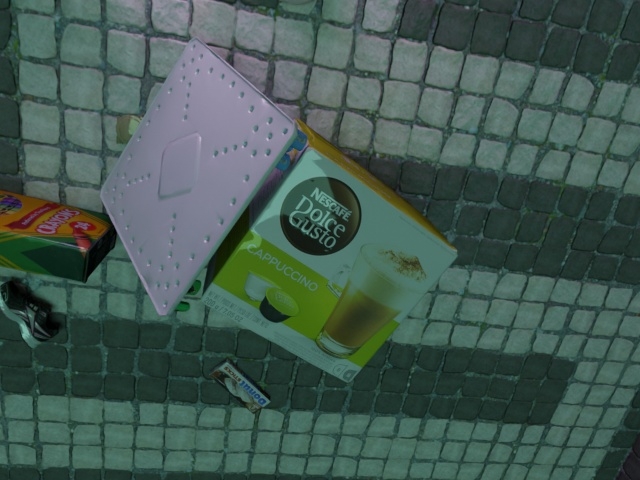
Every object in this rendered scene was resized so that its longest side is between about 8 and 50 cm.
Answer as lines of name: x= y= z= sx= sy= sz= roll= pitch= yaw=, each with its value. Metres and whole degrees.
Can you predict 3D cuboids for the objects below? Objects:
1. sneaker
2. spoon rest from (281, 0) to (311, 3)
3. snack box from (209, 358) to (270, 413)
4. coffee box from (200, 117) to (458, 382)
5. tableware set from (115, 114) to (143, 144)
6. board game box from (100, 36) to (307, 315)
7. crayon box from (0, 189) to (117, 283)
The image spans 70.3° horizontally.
sneaker: x=-0.682 y=0.164 z=1.072 sx=0.077 sy=0.072 sz=0.178 roll=-22 pitch=121 yaw=-11
spoon rest: x=-0.110 y=-0.523 z=0.863 sx=0.276 sy=0.084 sz=0.138 roll=-12 pitch=114 yaw=-16
snack box: x=-0.217 y=0.397 z=1.235 sx=0.064 sy=0.022 sz=0.178 roll=-38 pitch=111 yaw=7
coffee box: x=0.000 y=0.000 z=0.932 sx=0.337 sy=0.338 sz=0.334 roll=33 pitch=104 yaw=-18
tableware set: x=-0.351 y=-0.207 z=0.981 sx=0.168 sy=0.020 sz=0.141 roll=-10 pitch=110 yaw=-2
board game box: x=-0.241 y=-0.129 z=0.834 sx=0.390 sy=0.390 sz=0.050 roll=-52 pitch=144 yaw=14
crayon box: x=-0.608 y=-0.020 z=0.926 sx=0.318 sy=0.202 sz=0.081 roll=13 pitch=109 yaw=-12
